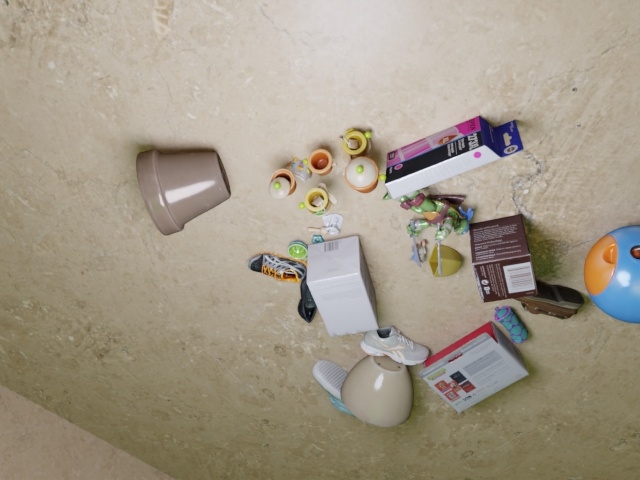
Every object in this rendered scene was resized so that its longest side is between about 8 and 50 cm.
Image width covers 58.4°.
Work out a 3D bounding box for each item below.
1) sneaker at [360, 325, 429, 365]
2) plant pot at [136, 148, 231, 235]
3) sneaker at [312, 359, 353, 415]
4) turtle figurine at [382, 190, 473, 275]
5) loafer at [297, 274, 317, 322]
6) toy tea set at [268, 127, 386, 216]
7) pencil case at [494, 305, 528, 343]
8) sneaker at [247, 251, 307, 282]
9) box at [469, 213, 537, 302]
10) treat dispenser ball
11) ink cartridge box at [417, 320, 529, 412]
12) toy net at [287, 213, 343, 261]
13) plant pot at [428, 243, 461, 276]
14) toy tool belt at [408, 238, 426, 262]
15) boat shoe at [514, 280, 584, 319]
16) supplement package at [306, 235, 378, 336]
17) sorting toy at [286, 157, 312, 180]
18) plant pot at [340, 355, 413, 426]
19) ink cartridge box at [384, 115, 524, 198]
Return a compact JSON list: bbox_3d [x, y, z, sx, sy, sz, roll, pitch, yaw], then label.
[{"bbox_3d":[0.287,0.382,2.140,0.262,0.099,0.121,11,118,-6],"label":"sneaker"},{"bbox_3d":[-0.403,-0.172,1.744,0.229,0.263,0.263,-17,126,-1],"label":"plant pot"},{"bbox_3d":[0.076,0.631,2.344,0.150,0.135,0.366,-37,114,28],"label":"sneaker"},{"bbox_3d":[0.302,-0.046,1.721,0.266,0.198,0.275,36,112,-9],"label":"turtle figurine"},{"bbox_3d":[-0.034,0.205,2.049,0.076,0.078,0.223,-13,137,-26],"label":"loafer"},{"bbox_3d":[0.014,-0.185,1.616,0.335,0.200,0.124,-27,165,7],"label":"toy tea set"},{"bbox_3d":[0.673,0.298,2.024,0.070,0.064,0.152,-37,115,14],"label":"pencil case"},{"bbox_3d":[-0.152,0.098,1.993,0.214,0.083,0.084,5,130,7],"label":"sneaker"},{"bbox_3d":[0.558,0.056,1.762,0.166,0.203,0.169,-12,125,19],"label":"box"},{"bbox_3d":[0.928,0.099,1.679,0.288,0.288,0.288,5,129,6],"label":"treat dispenser ball"},{"bbox_3d":[0.544,0.447,2.095,0.309,0.130,0.272,-37,115,21],"label":"ink cartridge box"},{"bbox_3d":[0.000,0.000,1.913,0.122,0.045,0.232,40,124,-20],"label":"toy net"},{"bbox_3d":[0.413,0.068,1.879,0.083,0.081,0.082,5,130,-10],"label":"plant pot"},{"bbox_3d":[0.318,0.036,1.885,0.051,0.052,0.083,-1,128,0],"label":"toy tool belt"},{"bbox_3d":[0.716,0.198,1.907,0.307,0.111,0.105,17,128,-4],"label":"boat shoe"},{"bbox_3d":[0.077,0.158,1.917,0.177,0.175,0.293,-11,132,10],"label":"supplement package"},{"bbox_3d":[-0.065,-0.208,1.739,0.083,0.075,0.045,18,129,-6],"label":"sorting toy"},{"bbox_3d":[0.235,0.533,2.171,0.283,0.284,0.191,14,113,-2],"label":"plant pot"},{"bbox_3d":[0.357,-0.242,1.577,0.370,0.176,0.069,-18,122,22],"label":"ink cartridge box"}]
